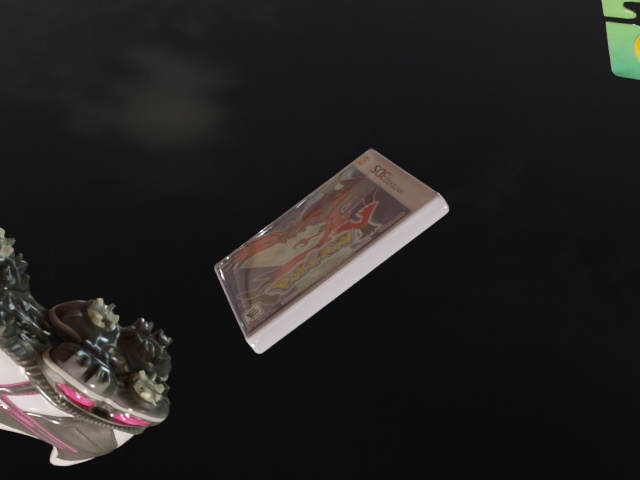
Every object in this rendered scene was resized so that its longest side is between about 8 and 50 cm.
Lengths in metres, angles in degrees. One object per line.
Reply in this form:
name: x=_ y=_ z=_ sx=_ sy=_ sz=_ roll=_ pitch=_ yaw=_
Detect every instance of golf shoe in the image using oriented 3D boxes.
golf shoe: x=-0.227 y=0.059 z=0.570 sx=0.120 sy=0.273 sz=0.105 roll=-41 pitch=-159 yaw=22

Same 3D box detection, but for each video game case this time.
video game case: x=0.000 y=0.000 z=0.807 sx=0.201 sy=0.023 sz=0.183 roll=-37 pitch=-156 yaw=-1

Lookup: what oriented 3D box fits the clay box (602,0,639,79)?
clay box: x=0.242 y=-0.120 z=0.389 sx=0.222 sy=0.127 sz=0.053 roll=6 pitch=-110 yaw=24
